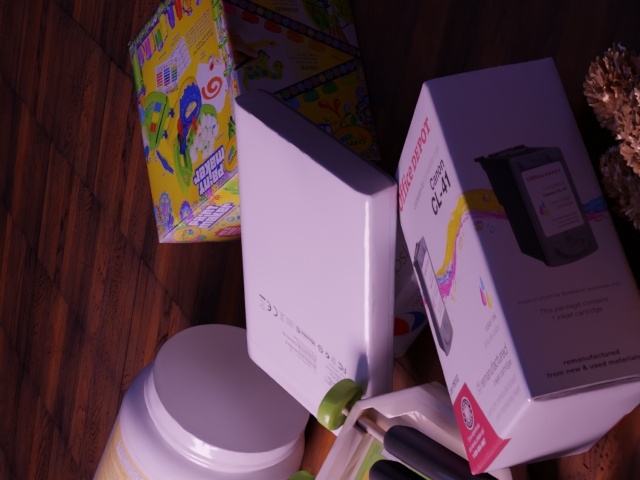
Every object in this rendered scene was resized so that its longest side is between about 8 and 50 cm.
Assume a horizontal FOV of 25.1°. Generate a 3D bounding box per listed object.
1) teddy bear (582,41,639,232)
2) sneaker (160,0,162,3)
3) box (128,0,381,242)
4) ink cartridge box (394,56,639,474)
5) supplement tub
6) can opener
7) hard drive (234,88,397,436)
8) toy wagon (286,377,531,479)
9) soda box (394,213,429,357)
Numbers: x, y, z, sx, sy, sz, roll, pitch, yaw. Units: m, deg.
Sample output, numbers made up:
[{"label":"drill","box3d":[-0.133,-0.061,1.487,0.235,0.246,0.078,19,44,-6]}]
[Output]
[{"label":"teddy bear","box3d":[0.293,-0.027,1.089,0.245,0.113,0.338,86,160,-45]},{"label":"sneaker","box3d":[-0.133,-0.407,1.922,0.146,0.134,0.343,-90,10,-59]},{"label":"box","box3d":[-0.092,-0.173,1.772,0.290,0.177,0.279,-34,62,57]},{"label":"ink cartridge box","box3d":[0.173,0.028,1.290,0.226,0.131,0.306,104,152,-64]},{"label":"supplement tub","box3d":[-0.160,0.291,1.860,0.241,0.241,0.331,65,144,36]},{"label":"can opener","box3d":[0.173,0.261,1.335,0.283,0.095,0.076,28,98,42]},{"label":"hard drive","box3d":[-0.006,0.039,1.549,0.233,0.047,0.353,38,142,40]},{"label":"toy wagon","box3d":[0.074,0.316,1.475,0.267,0.068,0.344,35,111,27]},{"label":"soda box","box3d":[0.093,0.042,1.557,0.216,0.069,0.074,-59,42,46]}]
